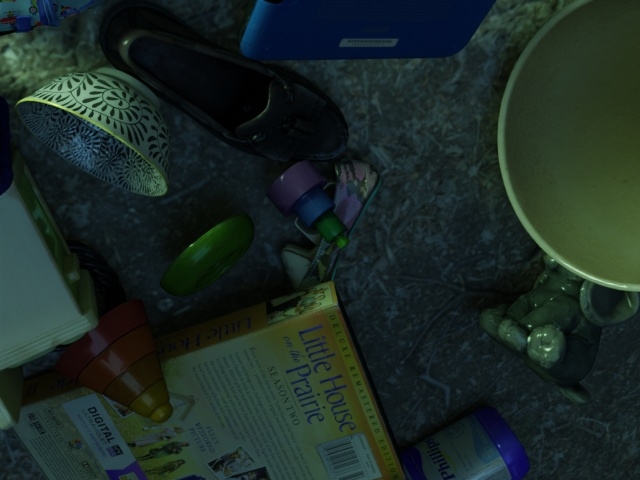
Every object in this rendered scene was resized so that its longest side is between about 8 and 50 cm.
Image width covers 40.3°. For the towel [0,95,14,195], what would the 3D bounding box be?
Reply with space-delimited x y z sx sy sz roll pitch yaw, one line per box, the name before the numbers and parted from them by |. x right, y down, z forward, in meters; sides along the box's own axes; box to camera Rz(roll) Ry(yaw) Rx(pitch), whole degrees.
towel | -0.436 -0.056 0.788 0.308 0.228 0.076 -24 128 -6

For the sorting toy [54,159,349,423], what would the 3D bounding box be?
sorting toy | -0.112 0.070 0.972 0.365 0.127 0.126 -39 82 -7

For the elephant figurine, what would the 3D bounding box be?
elephant figurine | 0.340 0.064 1.167 0.239 0.169 0.186 -53 150 -6

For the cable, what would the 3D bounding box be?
cable | -0.309 0.062 1.006 0.184 0.047 0.151 4 110 -16

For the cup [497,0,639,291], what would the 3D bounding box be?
cup | 0.411 -0.123 1.017 0.236 0.331 0.331 -11 123 -44

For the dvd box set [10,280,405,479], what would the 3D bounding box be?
dvd box set | -0.133 0.242 1.097 0.420 0.062 0.308 -19 122 5

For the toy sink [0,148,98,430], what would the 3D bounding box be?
toy sink | -0.310 0.045 0.890 0.131 0.153 0.234 -24 110 -8

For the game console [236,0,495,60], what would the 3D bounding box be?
game console | 0.055 -0.331 0.899 0.293 0.173 0.250 -7 150 -29

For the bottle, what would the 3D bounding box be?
bottle | 0.157 0.352 1.266 0.282 0.118 0.092 -28 122 -2

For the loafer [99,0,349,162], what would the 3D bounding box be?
loafer | -0.092 -0.150 0.932 0.302 0.095 0.109 24 105 -27

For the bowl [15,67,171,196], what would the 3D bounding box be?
bowl | -0.214 -0.123 0.893 0.170 0.170 0.080 38 69 -30

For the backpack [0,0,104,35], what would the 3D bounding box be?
backpack | -0.265 -0.269 0.803 0.173 0.117 0.158 -8 119 -18

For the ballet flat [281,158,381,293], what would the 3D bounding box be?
ballet flat | 0.000 0.000 1.062 0.079 0.077 0.222 20 108 -8
